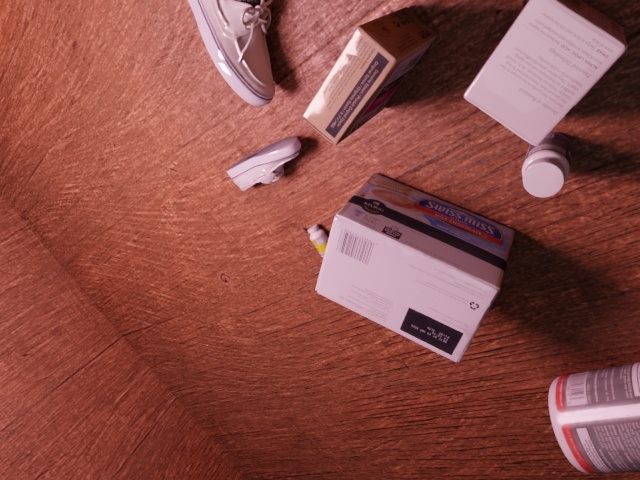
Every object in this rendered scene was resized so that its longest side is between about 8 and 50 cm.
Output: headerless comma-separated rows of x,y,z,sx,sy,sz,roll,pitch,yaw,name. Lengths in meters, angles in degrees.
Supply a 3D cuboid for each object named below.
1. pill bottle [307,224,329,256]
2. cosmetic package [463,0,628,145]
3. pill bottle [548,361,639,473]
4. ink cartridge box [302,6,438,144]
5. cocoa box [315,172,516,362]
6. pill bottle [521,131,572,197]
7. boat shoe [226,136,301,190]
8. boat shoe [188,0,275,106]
0.000,0.000,1.252,0.043,0.043,0.083,-21,107,39,pill bottle
0.358,-0.287,0.763,0.151,0.151,0.184,36,133,5,cosmetic package
0.688,0.354,0.961,0.362,0.210,0.210,-28,104,41,pill bottle
0.094,-0.302,0.858,0.088,0.235,0.193,41,133,2,ink cartridge box
0.205,0.048,1.034,0.346,0.228,0.232,25,130,15,cocoa box
0.406,-0.136,0.846,0.078,0.137,0.078,16,128,22,pill bottle
-0.130,-0.186,1.183,0.258,0.095,0.084,-10,119,47,boat shoe
-0.162,-0.476,0.980,0.156,0.135,0.368,-18,100,35,boat shoe
